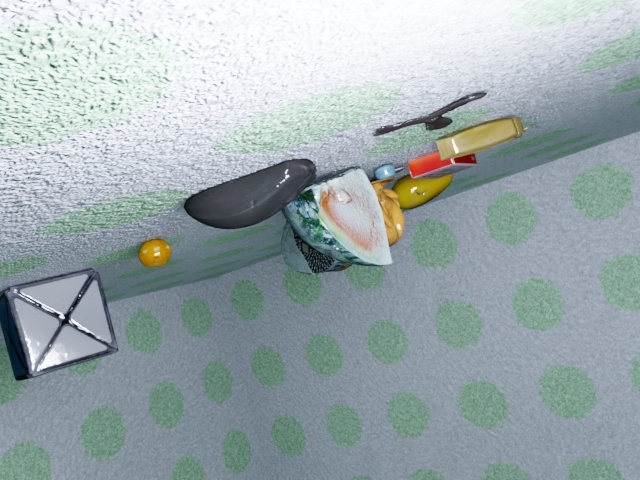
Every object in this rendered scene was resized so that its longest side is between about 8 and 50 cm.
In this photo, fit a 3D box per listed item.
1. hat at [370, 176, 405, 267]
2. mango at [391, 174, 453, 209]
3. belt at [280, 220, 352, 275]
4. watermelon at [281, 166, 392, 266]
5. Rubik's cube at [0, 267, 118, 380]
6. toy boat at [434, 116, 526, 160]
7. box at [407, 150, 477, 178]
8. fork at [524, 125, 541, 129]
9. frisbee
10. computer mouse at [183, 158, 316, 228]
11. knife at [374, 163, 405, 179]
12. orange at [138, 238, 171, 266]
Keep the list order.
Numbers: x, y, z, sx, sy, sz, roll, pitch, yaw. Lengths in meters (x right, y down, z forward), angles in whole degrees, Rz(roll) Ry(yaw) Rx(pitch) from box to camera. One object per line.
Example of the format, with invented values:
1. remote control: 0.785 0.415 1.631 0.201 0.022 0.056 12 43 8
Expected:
1. hat: 0.133 -0.035 1.779 0.244 0.234 0.233 -16 180 36
2. mango: 0.304 -0.158 1.926 0.195 0.098 0.137 -23 171 14
3. belt: 0.000 0.000 1.936 0.257 0.207 0.149 -2 -179 44
4. watermelon: 0.060 -0.058 1.424 0.214 0.289 0.320 -52 177 -9
5. Rubik's cube: -0.760 0.243 1.848 0.254 0.260 0.259 -12 172 -36
6. toy boat: 0.350 -0.225 1.413 0.200 0.057 0.077 -18 -179 0
7. box: 0.325 -0.202 1.694 0.122 0.050 0.229 -17 178 29
8. fork: 0.514 -0.283 1.669 0.115 0.012 0.016 -12 173 6
9. frisbee: 0.182 -0.212 1.153 0.187 0.012 0.211 -16 178 -6
10. computer mouse: -0.127 -0.076 1.231 0.269 0.087 0.137 -19 177 12
11. knife: 0.187 -0.177 1.654 0.058 0.032 0.244 -23 179 18
12. orange: -0.420 0.031 1.636 0.083 0.070 0.083 -7 -176 0
